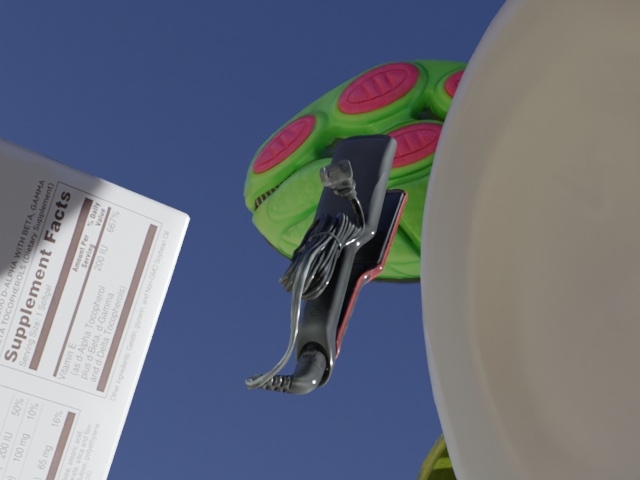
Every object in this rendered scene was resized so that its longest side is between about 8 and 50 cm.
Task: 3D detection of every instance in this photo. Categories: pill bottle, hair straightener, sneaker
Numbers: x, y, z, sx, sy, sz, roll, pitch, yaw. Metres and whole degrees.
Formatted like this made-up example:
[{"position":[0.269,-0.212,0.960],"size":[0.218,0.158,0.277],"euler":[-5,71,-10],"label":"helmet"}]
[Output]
[{"position":[0.260,0.015,0.499],"size":[0.229,0.408,0.229],"euler":[-2,-92,63],"label":"pill bottle"},{"position":[0.000,0.000,0.812],"size":[0.047,0.230,0.089],"euler":[1,-56,21],"label":"hair straightener"},{"position":[0.185,-0.029,1.084],"size":[0.483,0.185,0.202],"euler":[-5,-33,-5],"label":"sneaker"}]

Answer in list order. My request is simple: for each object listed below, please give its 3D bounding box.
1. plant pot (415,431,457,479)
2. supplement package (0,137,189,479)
[{"position":[0.286,0.277,0.956],"size":[0.366,0.353,0.366],"euler":[-178,-90,-65],"label":"plant pot"},{"position":[-0.201,0.086,0.632],"size":[0.145,0.262,0.204],"euler":[24,-12,-32],"label":"supplement package"}]
